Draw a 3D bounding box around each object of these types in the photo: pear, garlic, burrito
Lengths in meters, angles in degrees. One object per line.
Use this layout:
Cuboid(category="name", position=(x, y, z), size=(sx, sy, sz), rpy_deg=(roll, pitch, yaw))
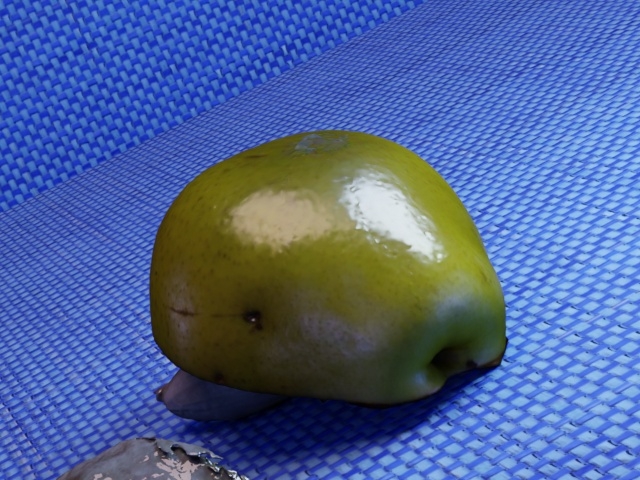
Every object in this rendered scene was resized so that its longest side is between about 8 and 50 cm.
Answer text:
Cuboid(category="pear", position=(0.000, 0.000, 1.684), size=(0.386, 0.191, 0.340), rpy_deg=(17, 31, 42))
Cuboid(category="garlic", position=(-0.073, 0.133, 1.768), size=(0.196, 0.087, 0.101), rpy_deg=(-27, 2, -8))
Cuboid(category="burrito", position=(-0.223, 0.269, 1.514), size=(0.348, 0.107, 0.175), rpy_deg=(-28, 30, -8))
